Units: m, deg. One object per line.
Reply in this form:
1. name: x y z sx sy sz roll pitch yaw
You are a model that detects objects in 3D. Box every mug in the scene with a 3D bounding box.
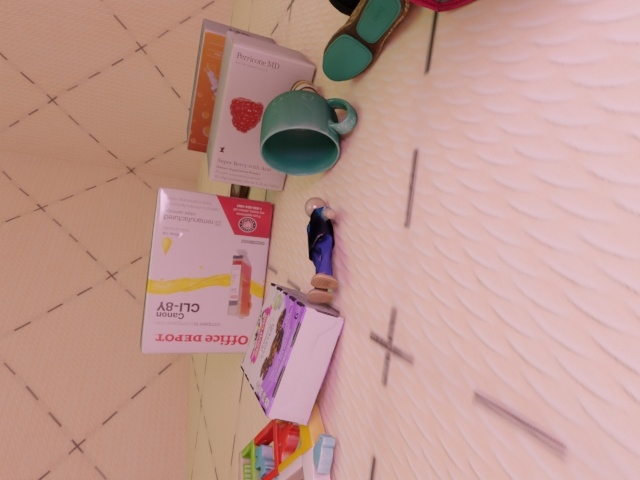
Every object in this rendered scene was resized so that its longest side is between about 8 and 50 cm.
1. mug: -0.020 -0.184 0.694 0.130 0.157 0.098 86 -177 -64

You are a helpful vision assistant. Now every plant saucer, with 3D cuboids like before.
1. plant saucer: -0.277 -0.189 1.441 0.198 0.036 0.199 -174 90 -69

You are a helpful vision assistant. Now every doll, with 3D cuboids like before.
1. doll: 0.000 0.000 0.667 0.129 0.046 0.189 106 165 -46

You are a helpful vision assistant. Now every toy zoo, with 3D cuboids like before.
1. toy zoo: -0.059 0.373 0.655 0.293 0.030 0.193 -53 30 32

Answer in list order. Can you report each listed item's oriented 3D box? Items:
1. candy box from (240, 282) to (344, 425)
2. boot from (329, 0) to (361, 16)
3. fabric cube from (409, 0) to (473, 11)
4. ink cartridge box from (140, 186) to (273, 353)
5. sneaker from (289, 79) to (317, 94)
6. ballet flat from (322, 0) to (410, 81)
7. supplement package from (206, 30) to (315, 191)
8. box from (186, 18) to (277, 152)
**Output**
1. candy box: -0.055 0.171 0.679 0.196 0.070 0.165 13 82 68
2. boot: 0.085 -0.444 0.522 0.207 0.094 0.247 -164 88 -72
3. fabric cube: 0.084 -0.366 0.286 0.254 0.258 0.259 -152 73 -68
4. ink cartridge box: -0.286 0.081 1.055 0.160 0.278 0.386 -176 92 -68
5. sneaker: -0.056 -0.226 0.847 0.084 0.069 0.186 -103 28 -52
6. ballet flat: 0.067 -0.298 0.588 0.067 0.073 0.206 -60 18 -19
7. supplement package: -0.149 -0.290 0.956 0.175 0.177 0.293 -114 36 -53
8. box: -0.274 -0.445 1.268 0.168 0.214 0.346 -112 35 -50
